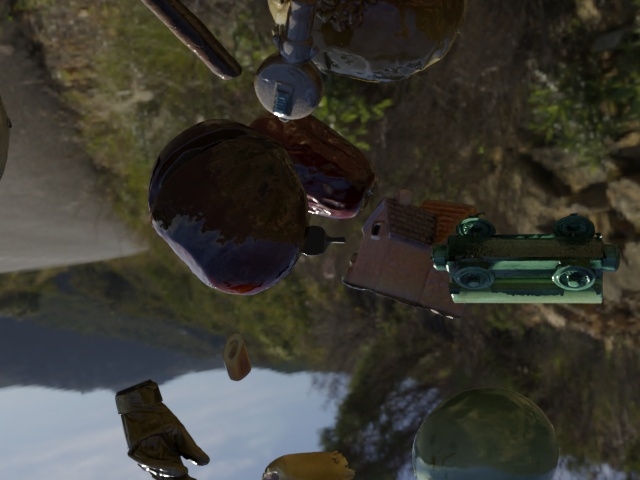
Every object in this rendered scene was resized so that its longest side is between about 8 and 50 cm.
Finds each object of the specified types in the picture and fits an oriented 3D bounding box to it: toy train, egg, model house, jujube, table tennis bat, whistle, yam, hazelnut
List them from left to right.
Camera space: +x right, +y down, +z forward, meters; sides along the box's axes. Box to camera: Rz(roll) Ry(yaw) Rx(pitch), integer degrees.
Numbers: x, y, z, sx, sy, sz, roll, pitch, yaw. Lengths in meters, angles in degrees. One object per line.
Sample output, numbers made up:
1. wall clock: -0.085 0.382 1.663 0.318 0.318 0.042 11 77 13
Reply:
1. yam: -0.217 -0.340 1.422 0.046 0.046 0.264 -11 138 40
2. hazelnut: -0.094 -0.035 1.020 0.178 0.178 0.204 -9 -141 -23
3. whistle: -0.041 -0.263 1.367 0.107 0.220 0.057 20 -138 6
4. jujube: -0.028 -0.173 2.102 0.318 0.223 0.223 28 -173 12
5. table tennis bat: 0.000 0.000 1.488 0.083 0.050 0.007 -2 168 18
6. model house: 0.191 0.015 1.941 0.237 0.237 0.202 18 180 -23
7. egg: 0.259 0.331 1.442 0.203 0.202 0.283 -11 170 42
8. toy train: 0.341 0.056 1.545 0.308 0.189 0.126 -1 -135 14

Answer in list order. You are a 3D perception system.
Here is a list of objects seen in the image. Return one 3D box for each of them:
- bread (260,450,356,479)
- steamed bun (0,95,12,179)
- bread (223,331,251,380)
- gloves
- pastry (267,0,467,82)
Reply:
1. bread: -0.031 0.490 1.875 0.173 0.085 0.134 3 139 -32
2. steamed bun: -0.732 -0.205 1.651 0.334 0.373 0.334 -19 177 -1
3. bread: -0.193 0.264 2.077 0.049 0.103 0.062 13 -141 36
4. gloves: -0.385 0.498 2.239 0.141 0.331 0.154 -29 176 12
5. pastry: 0.077 -0.466 1.599 0.410 0.409 0.245 -9 151 -9
